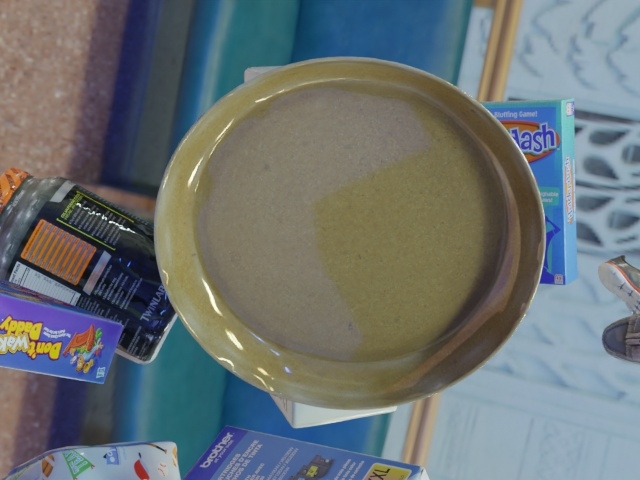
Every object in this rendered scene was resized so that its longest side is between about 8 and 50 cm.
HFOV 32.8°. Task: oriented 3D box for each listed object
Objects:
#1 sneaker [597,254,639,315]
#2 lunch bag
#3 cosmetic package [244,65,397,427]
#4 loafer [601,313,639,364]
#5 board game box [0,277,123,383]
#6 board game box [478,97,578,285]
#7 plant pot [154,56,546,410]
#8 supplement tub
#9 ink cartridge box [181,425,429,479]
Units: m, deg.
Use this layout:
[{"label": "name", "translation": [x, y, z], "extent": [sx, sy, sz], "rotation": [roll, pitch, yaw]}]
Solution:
[{"label": "sneaker", "translation": [0.511, 0.082, 1.712], "extent": [0.065, 0.158, 0.061], "rotation": [-33, 164, -24]}, {"label": "lunch bag", "translation": [-0.354, 0.390, 1.645], "extent": [0.243, 0.303, 0.115], "rotation": [9, 60, -46]}, {"label": "cosmetic package", "translation": [0.000, 0.000, 1.506], "extent": [0.230, 0.161, 0.453], "rotation": [-138, -135, -62]}, {"label": "loafer", "translation": [0.286, 0.079, 0.871], "extent": [0.039, 0.125, 0.045], "rotation": [19, 74, -62]}, {"label": "board game box", "translation": [-0.426, 0.073, 1.227], "extent": [0.347, 0.233, 0.078], "rotation": [24, 83, -58]}, {"label": "board game box", "translation": [0.214, -0.058, 1.267], "extent": [0.047, 0.160, 0.210], "rotation": [-18, 106, -57]}, {"label": "plant pot", "translation": [0.017, -0.002, 0.669], "extent": [0.032, 0.236, 0.236], "rotation": [-82, 177, -65]}, {"label": "supplement tub", "translation": [-0.369, 0.034, 1.706], "extent": [0.207, 0.338, 0.207], "rotation": [-60, -175, 9]}, {"label": "ink cartridge box", "translation": [-0.019, 0.402, 1.429], "extent": [0.151, 0.395, 0.270], "rotation": [-48, 127, -36]}]
